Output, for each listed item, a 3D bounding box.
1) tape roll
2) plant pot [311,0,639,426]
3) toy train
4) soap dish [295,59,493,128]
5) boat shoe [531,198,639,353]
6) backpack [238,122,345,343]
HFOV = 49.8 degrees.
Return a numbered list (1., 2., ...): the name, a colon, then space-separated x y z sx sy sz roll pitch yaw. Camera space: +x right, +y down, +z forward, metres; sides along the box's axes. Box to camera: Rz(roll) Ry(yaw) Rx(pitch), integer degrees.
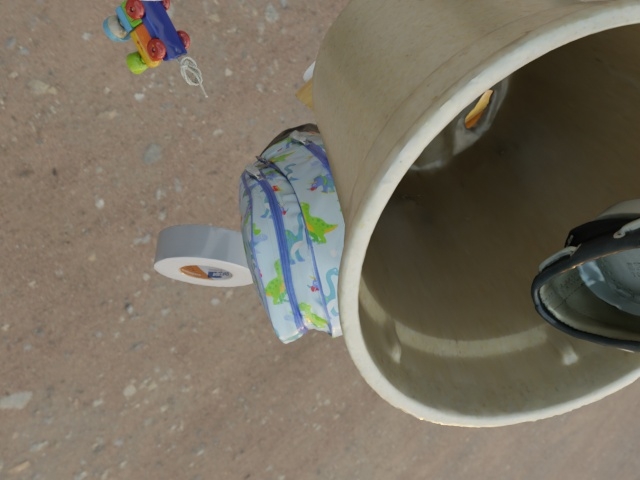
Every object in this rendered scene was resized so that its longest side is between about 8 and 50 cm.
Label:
1. tape roll: -0.237 0.036 1.451 0.219 0.219 0.072 27 60 -48
2. plant pot: 0.132 -0.076 0.565 0.333 0.306 0.334 -9 128 -12
3. toy train: -0.349 -0.388 1.450 0.105 0.143 0.248 -44 112 -51
4. soap dish: 0.139 -0.221 0.988 0.229 0.118 0.290 -37 153 26
5. boat shoe: 0.230 0.026 0.390 0.091 0.114 0.302 -34 179 -12
6. backpack: 0.000 0.000 0.958 0.273 0.355 0.290 -15 111 -24
